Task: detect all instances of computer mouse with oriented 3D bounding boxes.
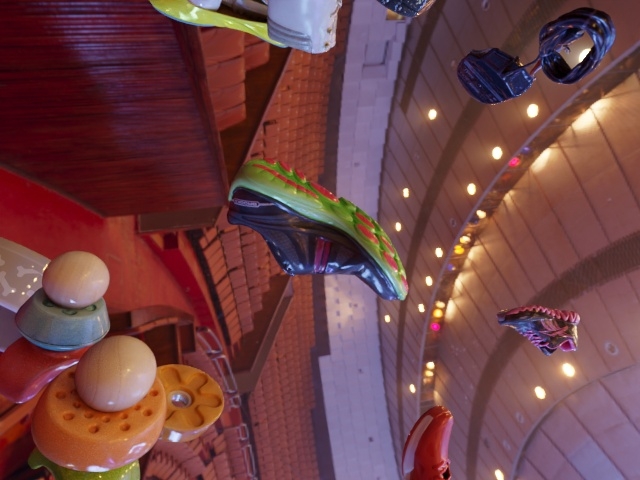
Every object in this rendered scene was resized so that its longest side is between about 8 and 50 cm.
[{"bbox_3d":[0.195,-0.175,0.388,0.071,0.041,0.242,43,8,-10],"label":"computer mouse"}]

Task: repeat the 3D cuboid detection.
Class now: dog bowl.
[{"bbox_3d":[-0.634,0.126,0.809,0.348,0.350,0.102,96,6,-49],"label":"dog bowl"}]

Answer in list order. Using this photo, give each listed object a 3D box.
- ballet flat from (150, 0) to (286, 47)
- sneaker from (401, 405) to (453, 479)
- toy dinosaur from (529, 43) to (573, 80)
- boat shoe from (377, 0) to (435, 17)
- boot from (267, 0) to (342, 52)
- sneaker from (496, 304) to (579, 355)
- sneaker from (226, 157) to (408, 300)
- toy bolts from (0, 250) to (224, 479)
[{"bbox_3d":[-0.133,-0.357,0.603,0.077,0.231,0.077,155,-61,-64],"label":"ballet flat"},{"bbox_3d":[0.179,0.362,0.575,0.128,0.087,0.220,21,-80,50],"label":"sneaker"},{"bbox_3d":[0.409,-0.331,0.735,0.090,0.082,0.047,65,13,9],"label":"toy dinosaur"},{"bbox_3d":[0.099,-0.539,0.685,0.323,0.120,0.123,51,-32,-4],"label":"boat shoe"},{"bbox_3d":[0.026,-0.331,0.531,0.165,0.214,0.077,90,4,-64],"label":"boot"},{"bbox_3d":[0.273,0.112,0.501,0.047,0.120,0.057,140,-43,-66],"label":"sneaker"},{"bbox_3d":[0.000,0.000,0.953,0.202,0.483,0.185,-51,-169,26],"label":"sneaker"},{"bbox_3d":[-0.206,0.115,0.423,0.229,0.218,0.158,33,-71,24],"label":"toy bolts"}]
